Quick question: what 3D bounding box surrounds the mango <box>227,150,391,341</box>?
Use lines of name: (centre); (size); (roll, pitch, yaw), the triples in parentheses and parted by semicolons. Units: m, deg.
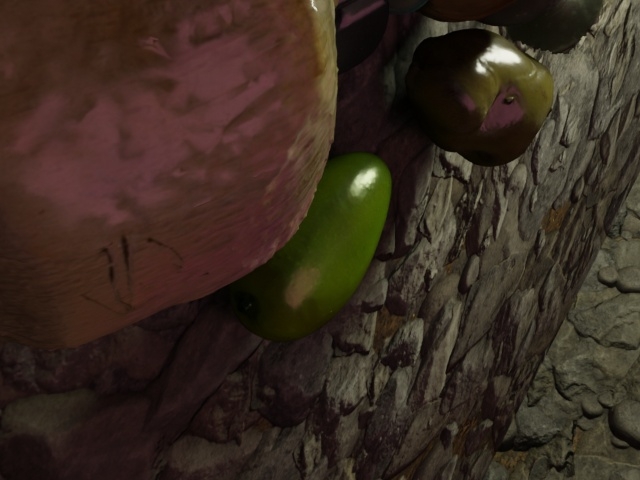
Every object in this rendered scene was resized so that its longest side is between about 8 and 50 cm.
mango: (0.000, 0.000, 1.069); (0.343, 0.156, 0.192); (-49, 144, -25)

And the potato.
potato: (0.263, -0.246, 1.244); (0.351, 0.202, 0.218); (9, 90, -48)

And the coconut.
coconut: (-0.150, -0.146, 0.555); (0.404, 0.404, 0.405); (-31, 133, -41)

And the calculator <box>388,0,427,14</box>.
calculator: (0.032, -0.420, 0.773); (0.054, 0.256, 0.386); (-42, 141, -47)

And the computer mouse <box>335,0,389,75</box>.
computer mouse: (-0.038, -0.224, 0.768); (0.379, 0.090, 0.167); (-19, 134, 7)

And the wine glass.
wine glass: (0.317, -0.444, 1.177); (0.323, 0.238, 0.238); (18, 95, -54)

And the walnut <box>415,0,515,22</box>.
walnut: (0.168, -0.446, 0.909); (0.333, 0.332, 0.333); (-31, 133, -41)
